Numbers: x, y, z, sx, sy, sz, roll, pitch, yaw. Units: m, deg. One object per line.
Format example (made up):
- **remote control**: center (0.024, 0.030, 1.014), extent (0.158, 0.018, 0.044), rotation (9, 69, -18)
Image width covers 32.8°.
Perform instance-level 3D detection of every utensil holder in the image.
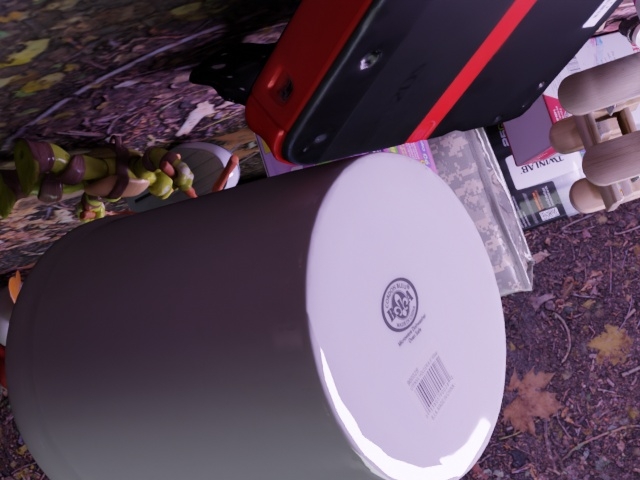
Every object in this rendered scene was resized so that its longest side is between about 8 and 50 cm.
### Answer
- **utensil holder**: center (-0.061, 0.098, 1.067), extent (0.385, 0.327, 0.328), rotation (-14, 176, 39)

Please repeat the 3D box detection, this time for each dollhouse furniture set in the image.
- **dollhouse furniture set**: center (0.259, -0.144, 1.182), extent (0.161, 0.242, 0.212), rotation (-18, 172, 7)

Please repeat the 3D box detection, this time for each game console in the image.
- **game console**: center (0.139, -0.207, 0.839), extent (0.342, 0.060, 0.386), rotation (-17, 156, -38)

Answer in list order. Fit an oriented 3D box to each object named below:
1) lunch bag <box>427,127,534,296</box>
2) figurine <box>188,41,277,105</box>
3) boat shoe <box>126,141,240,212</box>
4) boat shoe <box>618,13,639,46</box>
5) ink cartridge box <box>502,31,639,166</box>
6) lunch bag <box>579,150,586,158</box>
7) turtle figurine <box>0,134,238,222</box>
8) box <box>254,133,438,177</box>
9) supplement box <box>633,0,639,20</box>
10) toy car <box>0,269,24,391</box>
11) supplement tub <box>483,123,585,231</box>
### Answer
- **lunch bag**: center (0.151, -0.044, 1.568), extent (0.235, 0.287, 0.169), rotation (-19, -168, 17)
- **figurine**: center (0.008, -0.173, 1.068), extent (0.209, 0.092, 0.215), rotation (-12, 176, 22)
- **boat shoe**: center (-0.161, -0.083, 1.360), extent (0.076, 0.083, 0.226), rotation (-26, -169, -40)
- **boat shoe**: center (0.435, -0.276, 1.396), extent (0.125, 0.038, 0.046), rotation (-19, 132, -28)
- **ink cartridge box**: center (0.345, -0.191, 1.459), extent (0.176, 0.128, 0.127), rotation (-14, 172, -18)
- **lunch bag**: center (0.389, -0.157, 1.937), extent (0.176, 0.090, 0.219), rotation (-17, 172, -9)
- **turtle figurine**: center (-0.230, -0.073, 1.185), extent (0.217, 0.087, 0.269), rotation (-1, 172, -40)
- **box**: center (0.052, -0.067, 1.373), extent (0.117, 0.213, 0.243), rotation (-22, 171, 30)
- **supplement box**: center (0.410, -0.282, 1.029), extent (0.220, 0.111, 0.114), rotation (-17, 172, -6)
- **toy car**: center (-0.495, 0.125, 1.824), extent (0.219, 0.210, 0.238), rotation (-3, 141, -9)
- **supplement tub**: center (0.257, -0.091, 1.724), extent (0.316, 0.193, 0.193), rotation (-20, 172, 14)
